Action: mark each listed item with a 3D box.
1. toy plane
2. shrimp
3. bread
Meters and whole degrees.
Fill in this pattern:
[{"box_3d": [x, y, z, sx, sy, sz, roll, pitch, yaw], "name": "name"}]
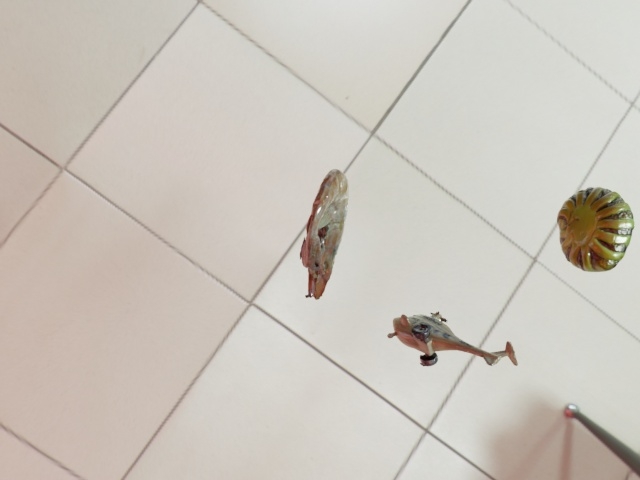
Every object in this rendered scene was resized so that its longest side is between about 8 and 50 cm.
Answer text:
[{"box_3d": [0.256, 0.201, 1.533, 0.108, 0.286, 0.092, -36, 123, -28], "name": "toy plane"}, {"box_3d": [0.000, 0.000, 1.145, 0.048, 0.126, 0.223, 17, 117, 15], "name": "shrimp"}, {"box_3d": [0.438, -0.019, 1.233, 0.071, 0.130, 0.139, 14, 89, -37], "name": "bread"}]
